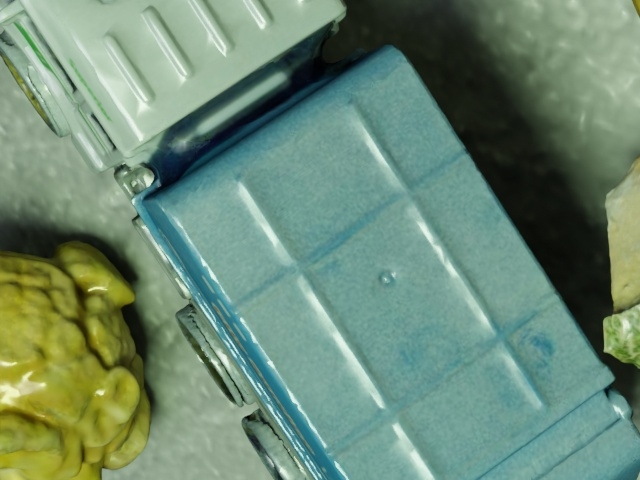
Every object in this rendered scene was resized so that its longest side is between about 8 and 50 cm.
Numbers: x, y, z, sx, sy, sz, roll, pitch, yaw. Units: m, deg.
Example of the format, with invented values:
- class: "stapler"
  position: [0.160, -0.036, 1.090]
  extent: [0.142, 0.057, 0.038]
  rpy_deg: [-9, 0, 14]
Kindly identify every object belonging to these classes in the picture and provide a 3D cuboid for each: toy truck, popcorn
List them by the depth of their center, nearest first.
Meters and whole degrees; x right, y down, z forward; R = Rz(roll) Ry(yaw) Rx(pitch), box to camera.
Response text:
- class: "toy truck"
  position: [0.000, 0.000, 0.704]
  extent: [0.367, 0.146, 0.175]
  rpy_deg: [55, 169, -5]
- class: "popcorn"
  position: [-0.180, 0.081, 0.888]
  extent: [0.194, 0.140, 0.163]
  rpy_deg: [24, 124, -34]

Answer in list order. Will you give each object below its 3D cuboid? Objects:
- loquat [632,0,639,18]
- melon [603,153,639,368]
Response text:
- class: "loquat"
  position: [0.218, -0.127, 0.489]
  extent: [0.263, 0.263, 0.263]
  rpy_deg: [15, 124, 24]
- class: "melon"
  position: [0.167, 0.017, 0.681]
  extent: [0.093, 0.139, 0.202]
  rpy_deg: [30, 135, 42]
